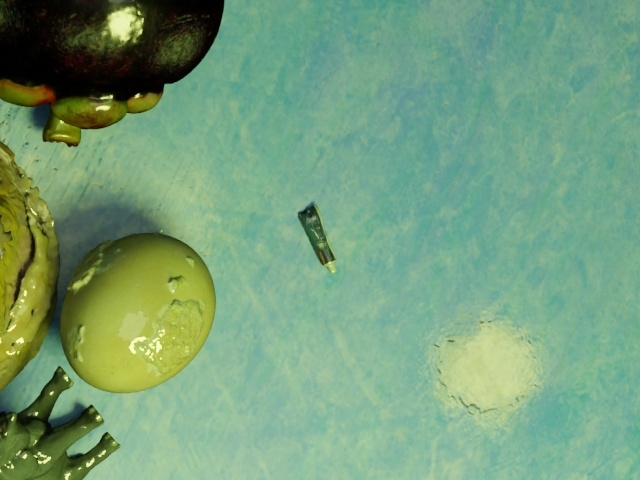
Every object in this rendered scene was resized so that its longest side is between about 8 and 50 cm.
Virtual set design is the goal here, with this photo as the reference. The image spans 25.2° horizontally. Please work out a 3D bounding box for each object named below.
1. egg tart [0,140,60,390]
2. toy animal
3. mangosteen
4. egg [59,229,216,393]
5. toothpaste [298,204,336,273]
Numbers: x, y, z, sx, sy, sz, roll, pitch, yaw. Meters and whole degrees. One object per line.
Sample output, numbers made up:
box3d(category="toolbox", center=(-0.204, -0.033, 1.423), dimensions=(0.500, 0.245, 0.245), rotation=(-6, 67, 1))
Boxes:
box3d(category="egg tart", center=(-0.433, 0.019, 1.481), dimensions=(0.352, 0.150, 0.352), rotation=(4, 79, -21))
box3d(category="toy animal", center=(-0.294, 0.199, 1.470), dimensions=(0.137, 0.269, 0.082), rotation=(-39, 65, -5))
box3d(category="mangosteen", center=(-0.248, -0.238, 1.539), dimensions=(0.275, 0.275, 0.302), rotation=(11, 113, -19))
box3d(category="egg", center=(-0.197, 0.080, 1.547), dimensions=(0.164, 0.164, 0.201), rotation=(46, 40, -10))
box3d(category="toothpaste", center=(0.000, 0.000, 1.709), dimensions=(0.027, 0.019, 0.083), rotation=(-23, 89, -4))
